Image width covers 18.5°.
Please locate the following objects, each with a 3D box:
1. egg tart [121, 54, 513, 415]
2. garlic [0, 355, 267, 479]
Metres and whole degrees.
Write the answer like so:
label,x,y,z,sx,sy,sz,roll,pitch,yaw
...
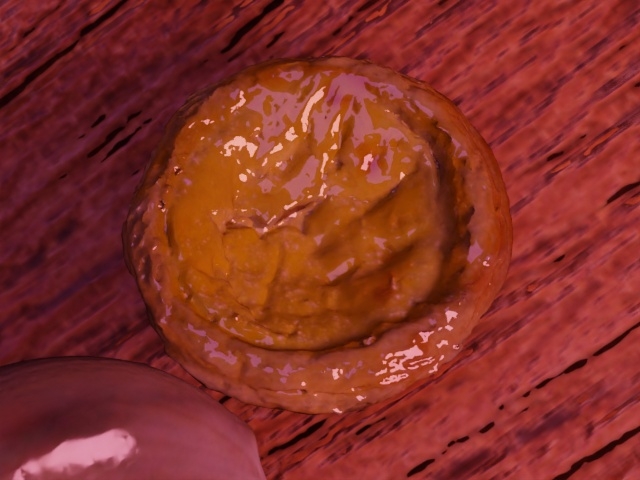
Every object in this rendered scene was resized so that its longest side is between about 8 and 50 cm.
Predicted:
label,x,y,z,sx,sy,sz,roll,pitch,yaw
egg tart,0.000,0.000,0.940,0.191,0.074,0.191,0,65,0
garlic,-0.096,0.117,0.886,0.266,0.148,0.128,-17,36,-15
